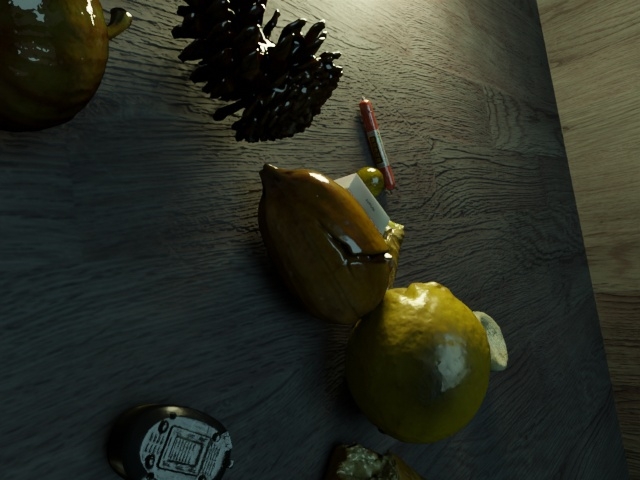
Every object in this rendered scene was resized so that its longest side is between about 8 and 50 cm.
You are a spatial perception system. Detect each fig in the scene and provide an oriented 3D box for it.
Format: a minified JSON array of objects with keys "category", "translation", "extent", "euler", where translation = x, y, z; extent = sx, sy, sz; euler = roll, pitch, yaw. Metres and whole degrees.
[{"category":"fig","translation":[-0.324,-0.263,0.538],"extent":[0.217,0.217,0.321],"euler":[62,26,-16]},{"category":"fig","translation":[0.104,-0.130,1.008],"extent":[0.088,0.074,0.074],"euler":[-31,104,-26]}]

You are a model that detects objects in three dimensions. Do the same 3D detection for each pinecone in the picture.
[{"category":"pinecone","translation":[-0.109,-0.306,0.717],"extent":[0.292,0.246,0.246],"euler":[49,50,-7]}]

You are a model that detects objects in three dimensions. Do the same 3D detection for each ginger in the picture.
[{"category":"ginger","translation":[0.142,0.040,1.000],"extent":[0.115,0.081,0.205],"euler":[25,66,-47]}]

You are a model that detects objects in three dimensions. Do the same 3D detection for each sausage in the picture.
[{"category":"sausage","translation":[0.144,-0.238,1.095],"extent":[0.034,0.034,0.253],"euler":[-27,100,-45]}]

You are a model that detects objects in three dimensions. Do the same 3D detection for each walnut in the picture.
[{"category":"walnut","translation":[0.000,0.000,0.789],"extent":[0.336,0.209,0.209],"euler":[53,49,-14]}]

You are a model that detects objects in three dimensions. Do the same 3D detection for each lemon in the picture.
[{"category":"lemon","translation":[0.187,0.237,0.857],"extent":[0.297,0.297,0.297],"euler":[12,73,-43]}]

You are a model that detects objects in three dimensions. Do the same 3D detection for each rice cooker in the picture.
[{"category":"rice cooker","translation":[-0.200,0.284,0.591],"extent":[0.165,0.106,0.112],"euler":[29,58,-26]}]

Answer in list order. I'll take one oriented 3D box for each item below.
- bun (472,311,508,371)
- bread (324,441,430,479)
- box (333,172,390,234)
[{"category":"bun","translation":[0.456,0.298,1.249],"extent":[0.183,0.102,0.183],"euler":[31,43,-34]},{"category":"bread","translation":[0.150,0.540,0.847],"extent":[0.344,0.149,0.195],"euler":[42,48,-31]},{"category":"box","translation":[0.052,-0.060,0.896],"extent":[0.130,0.129,0.051],"euler":[49,51,-27]}]
